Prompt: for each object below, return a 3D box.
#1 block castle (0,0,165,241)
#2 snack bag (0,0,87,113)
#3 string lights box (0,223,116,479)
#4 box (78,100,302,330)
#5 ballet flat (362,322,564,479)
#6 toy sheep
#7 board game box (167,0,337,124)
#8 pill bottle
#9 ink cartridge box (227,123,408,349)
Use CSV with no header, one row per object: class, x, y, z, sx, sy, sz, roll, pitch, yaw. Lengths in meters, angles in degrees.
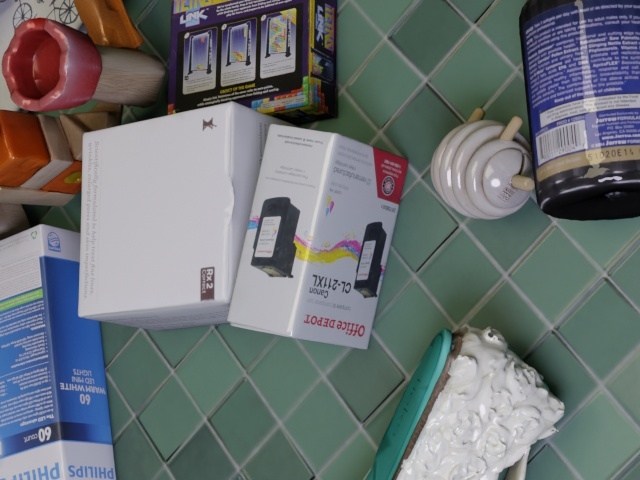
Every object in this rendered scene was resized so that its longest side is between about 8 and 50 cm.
block castle,-0.399,-0.155,1.540,0.453,0.213,0.303,-34,70,30
snack bag,-0.345,-0.320,1.666,0.323,0.037,0.342,-49,60,24
string lights box,-0.287,0.129,1.536,0.133,0.076,0.260,-19,71,32
box,-0.117,-0.017,1.419,0.181,0.119,0.181,-7,76,34
ballet flat,0.062,0.262,1.233,0.147,0.147,0.409,37,101,34
toy sheep,0.137,-0.059,1.268,0.132,0.091,0.091,22,95,67
board game box,-0.065,-0.175,1.457,0.170,0.048,0.141,-6,75,34
pill bottle,0.219,-0.133,1.203,0.122,0.122,0.219,-12,75,33
ink cartridge box,0.000,0.000,1.328,0.072,0.127,0.175,11,88,33
